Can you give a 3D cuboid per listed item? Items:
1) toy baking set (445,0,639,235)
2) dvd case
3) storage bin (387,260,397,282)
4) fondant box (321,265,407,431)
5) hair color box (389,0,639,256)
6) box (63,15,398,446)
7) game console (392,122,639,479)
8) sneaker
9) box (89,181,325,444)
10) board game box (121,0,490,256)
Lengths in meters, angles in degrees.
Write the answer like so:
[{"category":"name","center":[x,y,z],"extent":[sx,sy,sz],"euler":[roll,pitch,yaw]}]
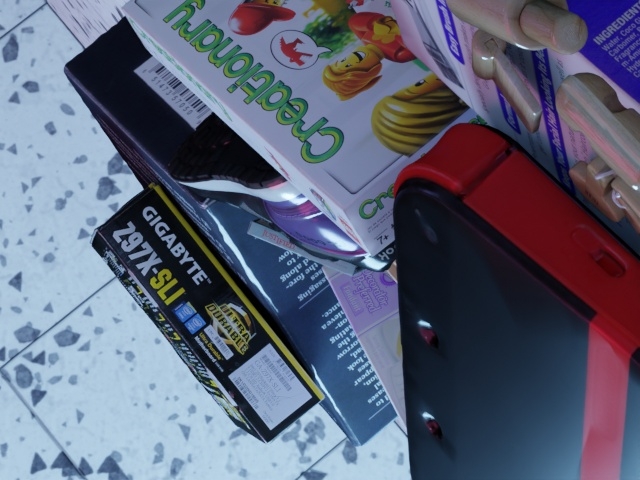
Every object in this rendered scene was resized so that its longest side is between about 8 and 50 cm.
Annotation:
[{"category":"toy baking set","center":[0.135,-0.044,0.841],"extent":[0.197,0.030,0.256],"euler":[48,179,-17]},{"category":"dvd case","center":[0.000,0.000,1.448],"extent":[0.087,0.013,0.119],"euler":[22,-171,10]},{"category":"storage bin","center":[0.059,-0.088,1.487],"extent":[0.260,0.123,0.262],"euler":[51,172,8]},{"category":"fondant box","center":[0.135,0.163,1.732],"extent":[0.238,0.096,0.330],"euler":[62,-178,37]},{"category":"hair color box","center":[0.166,-0.082,0.957],"extent":[0.339,0.110,0.185],"euler":[45,170,29]},{"category":"box","center":[-0.026,-0.041,1.875],"extent":[0.293,0.212,0.395],"euler":[43,168,44]},{"category":"game console","center":[0.168,0.144,1.068],"extent":[0.342,0.060,0.386],"euler":[42,155,32]},{"category":"sneaker","center":[-0.019,-0.035,1.375],"extent":[0.124,0.107,0.283],"euler":[48,174,-21]},{"category":"box","center":[-0.121,0.073,1.885],"extent":[0.257,0.079,0.322],"euler":[50,173,-3]},{"category":"board game box","center":[0.019,-0.134,1.241],"extent":[0.305,0.193,0.053],"euler":[43,169,46]}]
